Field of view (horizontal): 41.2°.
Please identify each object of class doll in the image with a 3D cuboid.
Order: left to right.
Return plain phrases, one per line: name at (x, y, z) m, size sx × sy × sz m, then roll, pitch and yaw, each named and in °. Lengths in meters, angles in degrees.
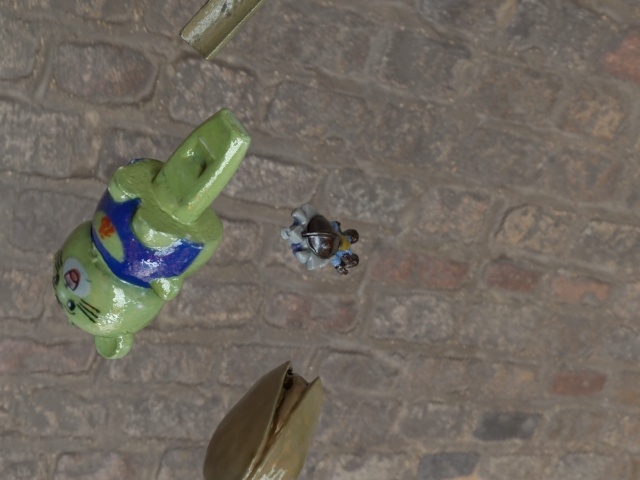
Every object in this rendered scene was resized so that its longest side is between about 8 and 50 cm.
doll at (0.000, 0.000, 1.231) m, size 0.070 × 0.095 × 0.195 m, roll -12°, pitch 166°, yaw 28°

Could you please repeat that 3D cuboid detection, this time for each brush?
brush at (-0.033, -0.262, 0.775) m, size 0.043 × 0.036 × 0.248 m, roll 45°, pitch 111°, yaw -8°

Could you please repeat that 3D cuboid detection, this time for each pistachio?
pistachio at (-0.071, 0.262, 1.143) m, size 0.226 × 0.136 × 0.135 m, roll -57°, pitch 133°, yaw -34°

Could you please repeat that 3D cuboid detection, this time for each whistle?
whistle at (-0.127, -0.005, 0.627) m, size 0.227 × 0.105 × 0.085 m, roll -46°, pitch 158°, yaw 27°
